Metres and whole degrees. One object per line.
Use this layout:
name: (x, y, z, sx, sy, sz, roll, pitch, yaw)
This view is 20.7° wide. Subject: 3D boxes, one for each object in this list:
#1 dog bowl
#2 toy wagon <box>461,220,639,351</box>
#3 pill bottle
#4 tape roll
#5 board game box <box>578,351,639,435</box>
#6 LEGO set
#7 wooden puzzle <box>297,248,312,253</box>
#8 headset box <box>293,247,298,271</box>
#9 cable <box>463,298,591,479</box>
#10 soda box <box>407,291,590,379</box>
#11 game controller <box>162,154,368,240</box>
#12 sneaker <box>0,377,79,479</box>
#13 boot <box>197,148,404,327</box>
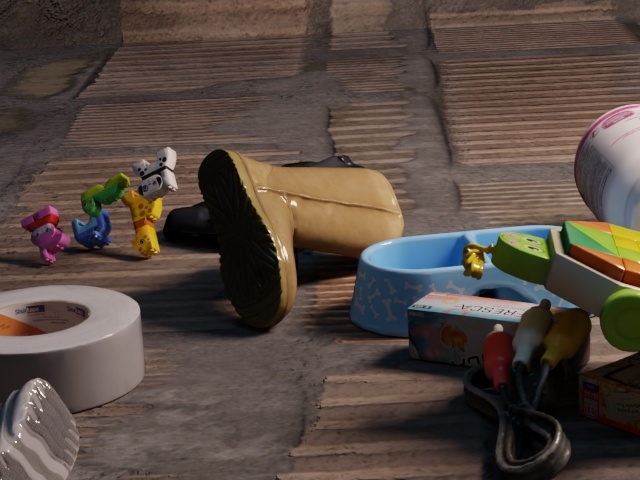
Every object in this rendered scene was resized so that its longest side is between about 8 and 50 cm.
dog bowl: (0.177, 0.041, 1.972, 0.297, 0.074, 0.166, -6, 17, -6)
toy wagon: (0.307, 0.044, 1.679, 0.344, 0.068, 0.267, 16, 14, 1)
pill bottle: (0.410, -0.060, 2.116, 0.160, 0.160, 0.283, -4, 17, -3)
tape roll: (-0.294, 0.113, 1.823, 0.219, 0.072, 0.219, -2, 16, 1)
board game box: (0.360, 0.147, 1.627, 0.146, 0.045, 0.193, -16, 21, -36)
LEGO set: (-0.258, -0.020, 2.238, 0.227, 0.093, 0.087, -26, -27, 18)
wooden puzzle: (-0.016, 0.003, 2.255, 0.049, 0.006, 0.083, -5, 17, -7)
headset box: (-0.061, -0.002, 2.143, 0.062, 0.083, 0.032, 10, 20, 35)
cable: (0.177, 0.140, 1.625, 0.139, 0.072, 0.287, -19, 15, 21)
soda box: (0.183, 0.097, 1.807, 0.183, 0.058, 0.063, 6, 19, 30)
game controller: (-0.070, -0.052, 2.386, 0.166, 0.067, 0.319, -9, 9, 37)
sneaker: (-0.281, 0.223, 1.462, 0.115, 0.105, 0.281, -30, 13, 15)
boot: (0.000, 0.000, 2.064, 0.269, 0.236, 0.089, 9, -33, -45)
